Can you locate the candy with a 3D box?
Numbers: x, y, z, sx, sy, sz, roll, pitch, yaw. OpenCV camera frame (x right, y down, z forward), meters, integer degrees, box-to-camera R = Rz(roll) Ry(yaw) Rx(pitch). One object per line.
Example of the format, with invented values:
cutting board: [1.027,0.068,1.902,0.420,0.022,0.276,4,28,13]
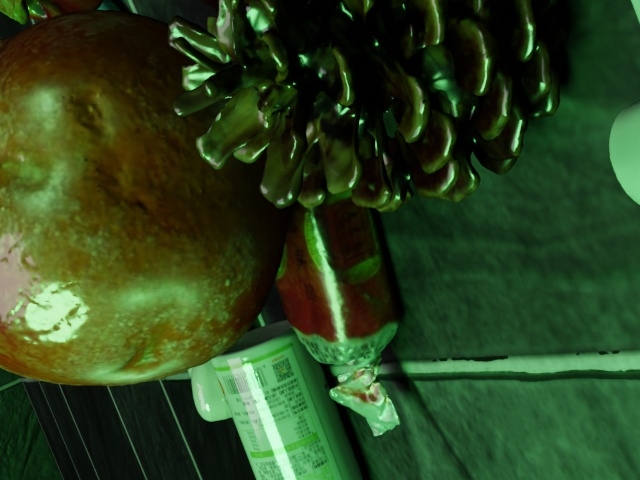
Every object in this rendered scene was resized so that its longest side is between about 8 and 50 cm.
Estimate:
candy: [0.001,0.000,0.606,0.086,0.059,0.292,8,118,56]

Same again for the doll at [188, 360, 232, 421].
doll: [-0.100,0.079,0.833,0.161,0.059,0.160,-138,41,-74]

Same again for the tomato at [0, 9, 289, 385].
tomato: [-0.113,-0.022,0.521,0.232,0.188,0.232,-166,90,-71]

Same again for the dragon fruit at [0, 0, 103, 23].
dragon fruit: [-0.132,-0.254,0.514,0.295,0.130,0.268,131,146,-53]

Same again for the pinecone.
pinecone: [0.011,-0.085,0.406,0.163,0.165,0.163,30,129,46]

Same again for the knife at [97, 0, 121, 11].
knife: [-0.231,-0.235,0.856,0.058,0.032,0.244,-45,63,17]

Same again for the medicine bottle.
medicine bottle: [-0.022,0.164,0.744,0.086,0.086,0.183,-9,102,62]

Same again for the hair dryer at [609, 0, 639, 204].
hair dryer: [0.135,-0.084,0.323,0.082,0.047,0.137,-29,77,62]
